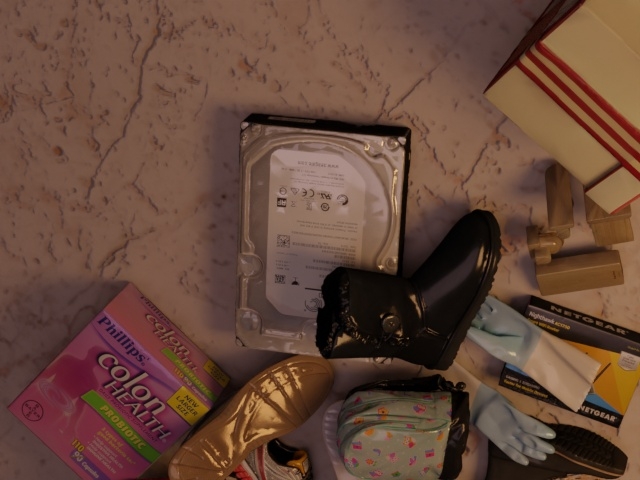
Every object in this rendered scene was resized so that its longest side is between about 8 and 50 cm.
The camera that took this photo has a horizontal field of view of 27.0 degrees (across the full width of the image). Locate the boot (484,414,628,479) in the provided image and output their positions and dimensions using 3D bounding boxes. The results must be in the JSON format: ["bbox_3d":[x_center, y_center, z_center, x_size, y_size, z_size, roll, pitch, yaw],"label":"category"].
[{"bbox_3d":[0.332,0.335,1.915,0.198,0.077,0.137,18,116,20],"label":"boot"}]

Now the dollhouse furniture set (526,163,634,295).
[{"bbox_3d":[0.353,-0.026,1.807,0.144,0.123,0.151,-9,141,15],"label":"dollhouse furniture set"}]

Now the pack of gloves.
[{"bbox_3d":[0.245,0.194,1.848,0.232,0.046,0.195,33,115,24],"label":"pack of gloves"}]

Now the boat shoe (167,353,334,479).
[{"bbox_3d":[-0.108,0.258,1.934,0.285,0.092,0.103,-40,104,-13],"label":"boat shoe"}]

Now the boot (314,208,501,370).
[{"bbox_3d":[0.114,0.060,1.792,0.207,0.094,0.246,11,111,-28],"label":"boot"}]

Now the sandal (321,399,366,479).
[{"bbox_3d":[0.070,0.351,1.972,0.102,0.076,0.265,-17,99,-2],"label":"sandal"}]

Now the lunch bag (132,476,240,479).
[{"bbox_3d":[-0.200,0.492,2.009,0.258,0.120,0.293,-1,121,-16],"label":"lunch bag"}]

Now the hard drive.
[{"bbox_3d":[0.000,0.000,1.876,0.236,0.064,0.339,7,110,11],"label":"hard drive"}]

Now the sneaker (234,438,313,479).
[{"bbox_3d":[-0.044,0.369,1.994,0.092,0.088,0.225,-38,97,19],"label":"sneaker"}]

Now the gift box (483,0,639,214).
[{"bbox_3d":[0.400,-0.219,1.591,0.258,0.276,0.255,42,152,-4],"label":"gift box"}]

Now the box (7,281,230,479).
[{"bbox_3d":[-0.299,0.229,1.988,0.213,0.117,0.243,45,111,-4],"label":"box"}]

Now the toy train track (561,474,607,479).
[{"bbox_3d":[0.390,0.344,1.928,0.083,0.014,0.048,-10,105,16],"label":"toy train track"}]

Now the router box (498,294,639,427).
[{"bbox_3d":[0.354,0.169,1.861,0.179,0.046,0.133,19,111,7],"label":"router box"}]

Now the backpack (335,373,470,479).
[{"bbox_3d":[0.112,0.268,1.861,0.182,0.115,0.152,5,117,-2],"label":"backpack"}]
